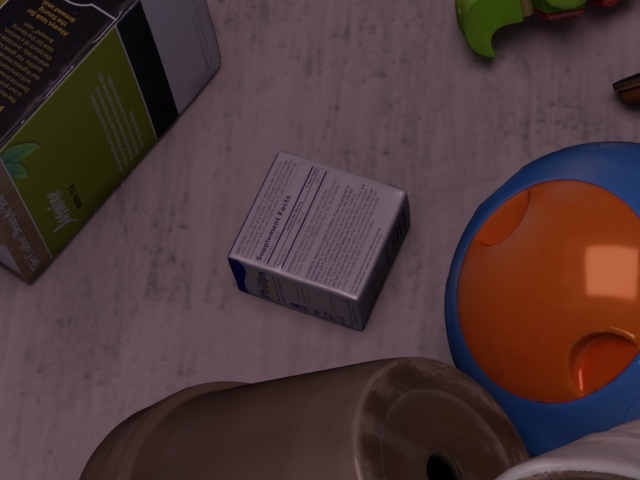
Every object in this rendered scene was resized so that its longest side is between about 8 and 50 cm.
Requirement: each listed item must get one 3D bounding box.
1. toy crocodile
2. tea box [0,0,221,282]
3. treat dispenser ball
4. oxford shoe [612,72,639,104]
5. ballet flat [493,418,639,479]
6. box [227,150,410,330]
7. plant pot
[{"bbox_3d":[0.294,-0.286,1.842,0.340,0.105,0.115,-23,27,-11],"label":"toy crocodile"},{"bbox_3d":[-0.332,-0.198,1.801,0.329,0.220,0.323,33,70,21],"label":"tea box"},{"bbox_3d":[0.251,0.058,1.561,0.288,0.288,0.288,-3,62,5],"label":"treat dispenser ball"},{"bbox_3d":[0.393,-0.144,1.776,0.212,0.076,0.076,-4,102,16],"label":"oxford shoe"},{"bbox_3d":[0.278,0.210,1.382,0.400,0.139,0.139,21,60,-26],"label":"ballet flat"},{"bbox_3d":[0.000,0.000,1.741,0.137,0.072,0.126,19,66,15],"label":"box"},{"bbox_3d":[0.009,0.226,1.424,0.323,0.280,0.323,23,50,-31],"label":"plant pot"}]
